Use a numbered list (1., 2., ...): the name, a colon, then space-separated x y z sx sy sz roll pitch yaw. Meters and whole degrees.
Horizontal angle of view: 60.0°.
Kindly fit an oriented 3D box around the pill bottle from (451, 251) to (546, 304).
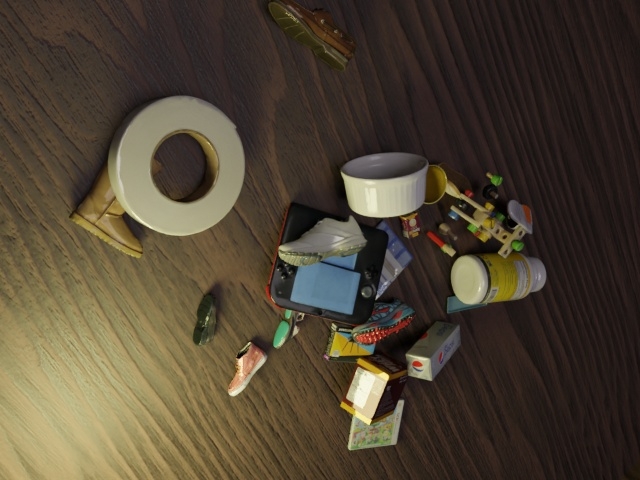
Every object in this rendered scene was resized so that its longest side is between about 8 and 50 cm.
1. pill bottle: 0.684 0.138 2.115 0.334 0.188 0.187 -2 104 -24

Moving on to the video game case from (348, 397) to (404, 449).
1. video game case: 0.216 0.707 2.138 0.212 0.023 0.193 3 101 -25

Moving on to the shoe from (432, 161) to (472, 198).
1. shoe: 0.476 -0.213 2.013 0.219 0.058 0.076 35 67 -31

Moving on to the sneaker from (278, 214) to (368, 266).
1. sneaker: 0.000 0.000 1.766 0.297 0.111 0.129 -11 72 -25

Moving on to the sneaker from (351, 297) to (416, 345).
1. sneaker: 0.207 0.285 1.981 0.262 0.125 0.104 -16 138 -29

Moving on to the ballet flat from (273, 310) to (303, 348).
1. ballet flat: -0.095 0.273 1.865 0.074 0.074 0.203 17 93 -27

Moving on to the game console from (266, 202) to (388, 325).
1. game console: 0.030 0.086 1.838 0.387 0.060 0.342 17 86 -23

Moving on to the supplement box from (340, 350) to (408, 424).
1. supplement box: 0.201 0.521 1.976 0.191 0.129 0.194 5 107 -57

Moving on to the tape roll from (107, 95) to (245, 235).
1. tape roll: -0.391 -0.209 1.557 0.392 0.072 0.392 -11 108 -36

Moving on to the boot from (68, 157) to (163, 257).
1. boot: -0.533 -0.114 1.561 0.236 0.089 0.269 38 83 -31

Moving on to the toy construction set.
1. toy construction set: 0.575 -0.030 1.972 0.309 0.237 0.257 -33 136 -7

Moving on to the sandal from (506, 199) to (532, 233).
1. sandal: 0.748 -0.095 2.137 0.265 0.076 0.102 23 66 -48

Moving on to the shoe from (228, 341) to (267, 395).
1. shoe: -0.261 0.422 1.833 0.178 0.063 0.081 -50 115 -12

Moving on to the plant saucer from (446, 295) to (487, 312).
1. plant saucer: 0.578 0.238 2.188 0.192 0.018 0.067 -8 106 -23

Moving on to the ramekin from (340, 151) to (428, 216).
1. ramekin: 0.208 -0.180 1.780 0.277 0.277 0.135 -16 116 -20

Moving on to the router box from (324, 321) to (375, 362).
1. router box: 0.112 0.369 1.994 0.179 0.046 0.133 10 99 -27

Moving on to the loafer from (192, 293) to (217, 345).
1. loafer: -0.355 0.249 1.754 0.061 0.062 0.170 6 105 -48

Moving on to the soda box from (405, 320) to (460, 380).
1. soda box: 0.418 0.399 2.038 0.286 0.098 0.091 -29 117 -50

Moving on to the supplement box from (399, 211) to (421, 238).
1. supplement box: 0.320 -0.056 1.983 0.055 0.043 0.083 -24 112 -19

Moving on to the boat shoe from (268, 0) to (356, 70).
1. boat shoe: -0.020 -0.640 1.657 0.307 0.111 0.104 32 85 -37

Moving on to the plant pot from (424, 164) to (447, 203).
1. plant pot: 0.359 -0.201 1.935 0.134 0.095 0.134 -6 105 -23

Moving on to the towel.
1. towel: 0.182 0.094 1.965 0.285 0.034 0.209 -46 114 -10
